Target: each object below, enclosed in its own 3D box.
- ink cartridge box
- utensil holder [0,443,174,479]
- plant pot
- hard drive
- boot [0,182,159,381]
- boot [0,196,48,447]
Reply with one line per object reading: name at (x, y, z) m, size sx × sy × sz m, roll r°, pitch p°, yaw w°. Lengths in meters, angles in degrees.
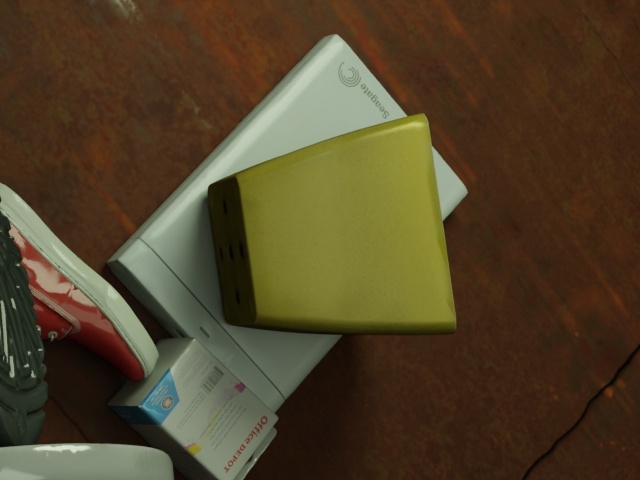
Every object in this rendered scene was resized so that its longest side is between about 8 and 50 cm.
ink cartridge box at (-0.122, 0.178, 1.915) m, size 0.143 × 0.090 × 0.092 m, roll 46°, pitch 67°, yaw -18°
utensil holder at (-0.257, 0.379, 1.512) m, size 0.327 × 0.327 × 0.386 m, roll 0°, pitch 72°, yaw -28°
plant pot at (0.000, 0.000, 1.889) m, size 0.187 × 0.212 × 0.212 m, roll -8°, pitch 90°, yaw -16°
hard drive at (-0.027, -0.015, 2.009) m, size 0.233 × 0.047 × 0.353 m, roll 49°, pitch 66°, yaw -16°
boot at (-0.288, 0.087, 1.839) m, size 0.244 × 0.088 × 0.176 m, roll 44°, pitch 68°, yaw -9°
boot at (-0.473, 0.057, 1.566) m, size 0.445 × 0.146 × 0.367 m, roll -18°, pitch 77°, yaw 9°
